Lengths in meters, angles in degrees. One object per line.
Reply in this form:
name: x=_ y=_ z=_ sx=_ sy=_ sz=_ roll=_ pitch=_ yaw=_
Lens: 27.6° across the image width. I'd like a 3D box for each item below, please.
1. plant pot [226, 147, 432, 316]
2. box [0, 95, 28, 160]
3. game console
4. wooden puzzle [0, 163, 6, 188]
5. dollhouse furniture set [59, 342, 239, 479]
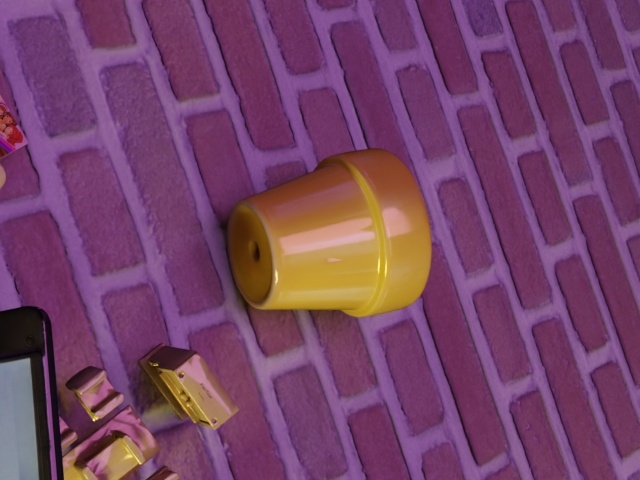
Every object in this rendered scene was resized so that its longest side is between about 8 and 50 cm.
plant pot: x=0.000 y=0.000 z=1.947 sx=0.239 sy=0.254 sz=0.254 roll=-10 pitch=83 yaw=-27
box: x=-0.530 y=-0.202 z=1.654 sx=0.201 sy=0.057 sz=0.293 roll=-38 pitch=102 yaw=-42
game console: x=-0.451 y=0.229 z=1.516 sx=0.173 sy=0.250 sz=0.293 roll=19 pitch=61 yaw=-66
wooden puzzle: x=-0.519 y=-0.089 z=1.562 sx=0.239 sy=0.044 sz=0.221 roll=48 pitch=54 yaw=-18
dollhouse furniture set: x=-0.252 y=0.255 z=1.731 sx=0.242 sy=0.161 sz=0.212 roll=-38 pitch=103 yaw=-19
